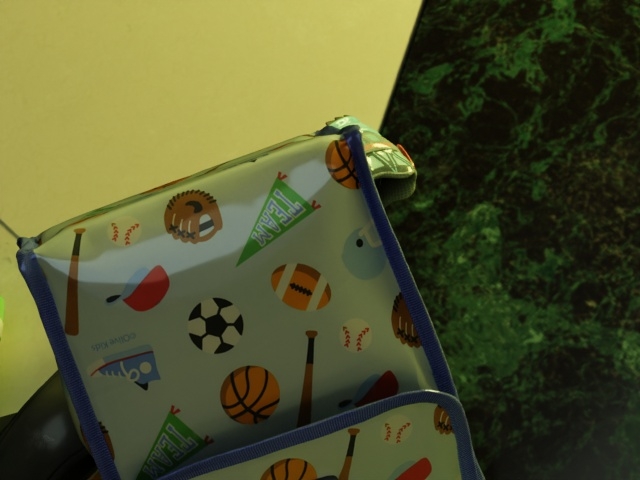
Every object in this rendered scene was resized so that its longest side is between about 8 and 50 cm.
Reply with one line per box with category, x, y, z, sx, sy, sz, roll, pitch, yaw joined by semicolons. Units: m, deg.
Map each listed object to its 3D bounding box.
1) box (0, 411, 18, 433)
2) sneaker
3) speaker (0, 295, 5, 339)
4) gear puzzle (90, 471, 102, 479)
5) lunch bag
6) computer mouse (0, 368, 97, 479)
box;-0.292;0.205;1.750;0.083;0.052;0.062;-16;61;7
sneaker;0.000;0.000;1.748;0.125;0.104;0.262;29;76;21
speaker;-0.409;0.178;1.751;0.131;0.131;0.296;10;68;18
gear puzzle;-0.306;0.341;1.687;0.339;0.044;0.175;-45;40;-17
lunch bag;-0.057;0.127;1.590;0.328;0.239;0.385;-19;96;-5
computer mouse;-0.229;0.118;1.727;0.262;0.060;0.184;-35;70;-21
